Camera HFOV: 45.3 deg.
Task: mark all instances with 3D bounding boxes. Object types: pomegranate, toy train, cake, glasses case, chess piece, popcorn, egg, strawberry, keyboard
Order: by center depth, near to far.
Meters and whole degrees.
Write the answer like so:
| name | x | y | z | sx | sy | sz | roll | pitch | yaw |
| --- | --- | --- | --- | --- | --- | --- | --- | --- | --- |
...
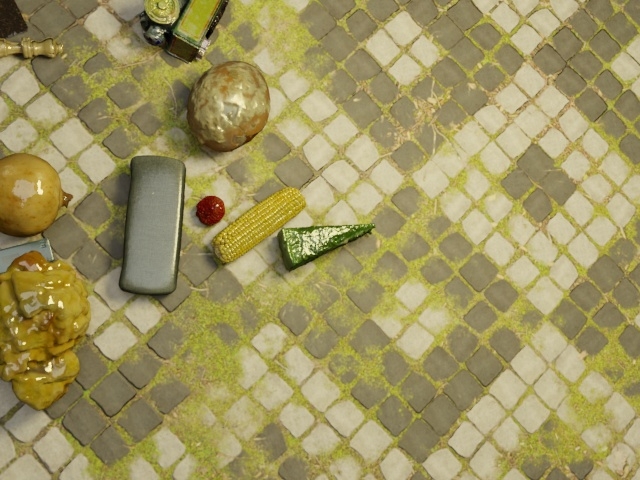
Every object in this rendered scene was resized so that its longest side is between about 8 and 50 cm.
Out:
| name | x | y | z | sx | sy | sz | roll | pitch | yaw |
| --- | --- | --- | --- | --- | --- | --- | --- | --- | --- |
| popcorn | -0.612 | 0.189 | 1.597 | 0.265 | 0.225 | 0.332 | -7 | 92 | -18 |
| pomegranate | -0.640 | -0.096 | 1.671 | 0.196 | 0.196 | 0.196 | 2 | 78 | -11 |
| keyboard | -0.688 | 0.042 | 1.709 | 0.176 | 0.014 | 0.055 | -16 | 83 | -15 |
| glasses case | -0.382 | -0.035 | 1.759 | 0.131 | 0.074 | 0.323 | 5 | 78 | -12 |
| chess piece | -0.688 | -0.450 | 1.790 | 0.172 | 0.060 | 0.060 | -5 | 80 | -14 |
| strawberry | -0.253 | -0.076 | 1.793 | 0.073 | 0.083 | 0.073 | 6 | 70 | -16 |
| egg | -0.211 | -0.315 | 1.795 | 0.195 | 0.195 | 0.233 | 32 | 59 | -4 |
| cake | 0.011 | -0.017 | 1.824 | 0.235 | 0.100 | 0.099 | -24 | 85 | -15 |
| toy train | -0.325 | -0.566 | 1.855 | 0.177 | 0.134 | 0.260 | 27 | 75 | -14 |

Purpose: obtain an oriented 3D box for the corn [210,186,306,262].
| name | x | y | z | sx | sy | sz | roll | pitch | yaw |
| --- | --- | --- | --- | --- | --- | --- | --- | --- | --- |
| corn | -0.147 | -0.040 | 1.807 | 0.248 | 0.081 | 0.081 | -37 | 88 | -15 |

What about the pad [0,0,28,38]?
| name | x | y | z | sx | sy | sz | roll | pitch | yaw |
| --- | --- | --- | --- | --- | --- | --- | --- | --- | --- |
| pad | -0.858 | -0.599 | 1.810 | 0.220 | 0.004 | 0.330 | -25 | 85 | -15 |
